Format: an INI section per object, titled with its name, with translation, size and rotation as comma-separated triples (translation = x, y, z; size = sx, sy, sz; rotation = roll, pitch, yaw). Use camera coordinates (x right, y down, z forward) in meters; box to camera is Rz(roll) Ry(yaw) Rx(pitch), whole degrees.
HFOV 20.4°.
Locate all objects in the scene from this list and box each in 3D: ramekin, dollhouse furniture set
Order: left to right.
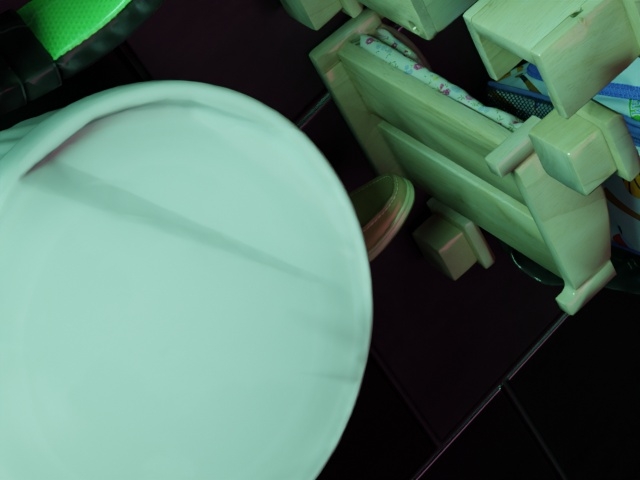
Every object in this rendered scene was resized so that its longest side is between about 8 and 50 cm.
[ramekin]
translation = -0.112, 0.043, 1.001
size = 0.273, 0.127, 0.273
rotation = -5, 99, -35
[dollhouse furniture set]
translation = 0.151, -0.090, 1.057
size = 0.174, 0.303, 0.355
rotation = -42, 133, -11

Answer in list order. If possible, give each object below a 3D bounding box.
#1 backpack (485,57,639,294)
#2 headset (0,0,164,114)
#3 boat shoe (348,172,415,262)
[backpack]
translation = 0.272, -0.088, 1.194
size = 0.276, 0.263, 0.213
rotation = -29, 127, -24
[headset]
translation = -0.232, -0.149, 0.782
size = 0.394, 0.185, 0.243
rotation = -27, 144, -20
[boat shoe]
translation = 0.000, 0.000, 1.138
size = 0.135, 0.050, 0.045
rotation = -40, 124, 14
